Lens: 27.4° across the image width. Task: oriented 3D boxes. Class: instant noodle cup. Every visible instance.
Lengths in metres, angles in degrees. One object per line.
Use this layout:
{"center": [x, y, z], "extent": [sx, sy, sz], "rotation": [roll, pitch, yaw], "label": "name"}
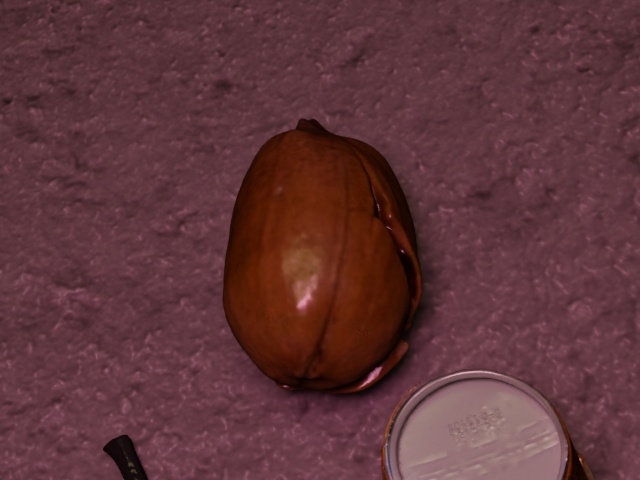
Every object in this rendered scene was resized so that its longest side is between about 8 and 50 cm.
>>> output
{"center": [0.149, 0.226, 1.201], "extent": [0.215, 0.172, 0.216], "rotation": [-6, 58, 9], "label": "instant noodle cup"}

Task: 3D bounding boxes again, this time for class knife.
{"center": [-0.172, 0.300, 1.313], "extent": [0.060, 0.028, 0.230], "rotation": [-34, 61, 4], "label": "knife"}

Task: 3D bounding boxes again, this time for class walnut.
{"center": [0.000, 0.000, 1.354], "extent": [0.209, 0.209, 0.336], "rotation": [-8, 55, 7], "label": "walnut"}
